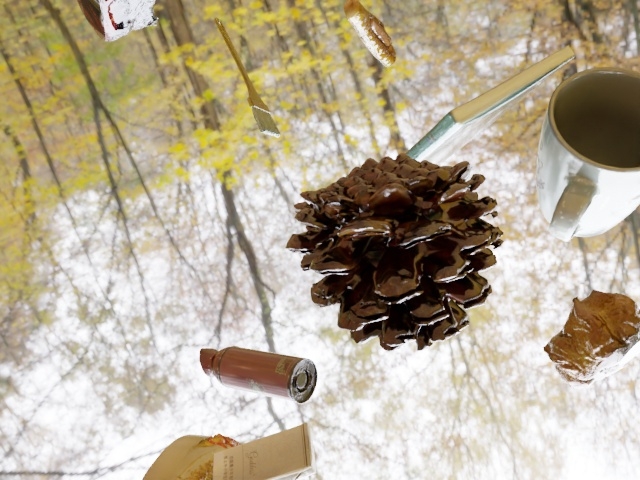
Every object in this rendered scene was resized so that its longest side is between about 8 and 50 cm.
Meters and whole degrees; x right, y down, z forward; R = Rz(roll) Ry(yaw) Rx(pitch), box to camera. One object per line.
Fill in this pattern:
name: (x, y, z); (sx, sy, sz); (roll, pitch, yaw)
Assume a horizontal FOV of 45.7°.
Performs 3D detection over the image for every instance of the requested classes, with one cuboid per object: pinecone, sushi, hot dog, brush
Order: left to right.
sushi: (-0.371, -0.469, 1.379); (0.126, 0.136, 0.225); (-34, 171, -20)
brush: (-0.118, -0.254, 1.172); (0.011, 0.205, 0.083); (-26, 175, 14)
hot dog: (0.068, -0.277, 1.004); (0.028, 0.137, 0.044); (-19, -118, 24)
pinecone: (0.082, 0.013, 0.769); (0.222, 0.221, 0.221); (-14, -154, 7)

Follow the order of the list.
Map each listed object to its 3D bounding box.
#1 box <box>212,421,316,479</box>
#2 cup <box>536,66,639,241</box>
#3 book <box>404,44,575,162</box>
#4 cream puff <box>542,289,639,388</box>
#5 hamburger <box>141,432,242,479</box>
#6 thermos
box: (-0.108, 0.418, 1.424); (0.199, 0.029, 0.109); (-20, -147, 7)
cup: (0.400, -0.089, 1.142); (0.186, 0.234, 0.258); (27, -116, 18)
book: (0.209, -0.162, 1.222); (0.264, 0.031, 0.379); (-31, 175, -28)
cream puff: (0.625, 0.218, 1.694); (0.241, 0.268, 0.155); (-17, -136, -32)
hamburger: (-0.248, 0.542, 1.575); (0.179, 0.276, 0.294); (16, -128, 31)
thermos: (-0.164, 0.332, 1.925); (0.330, 0.136, 0.109); (3, -104, 36)
